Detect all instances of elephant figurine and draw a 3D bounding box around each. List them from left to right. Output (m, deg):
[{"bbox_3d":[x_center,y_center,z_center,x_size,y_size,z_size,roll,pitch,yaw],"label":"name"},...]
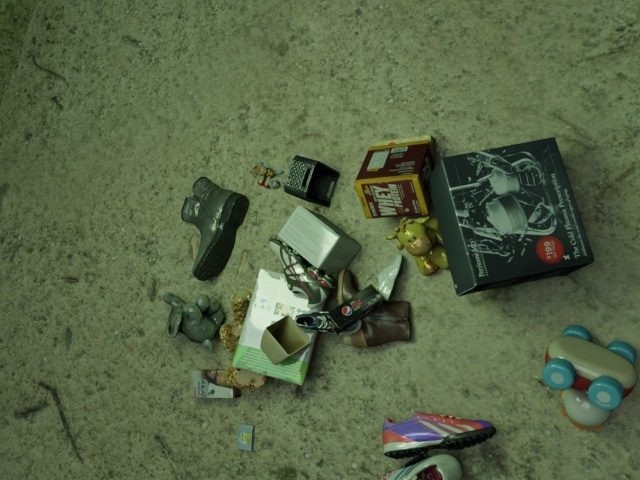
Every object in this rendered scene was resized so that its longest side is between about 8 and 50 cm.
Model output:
[{"bbox_3d":[-0.458,0.278,2.108,0.240,0.186,0.169,-14,120,34],"label":"elephant figurine"}]

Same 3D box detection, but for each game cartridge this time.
[{"bbox_3d":[-0.245,0.646,2.009,0.056,0.017,0.083,-1,82,29],"label":"game cartridge"}]

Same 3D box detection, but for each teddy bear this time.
[{"bbox_3d":[-0.218,0.313,2.001,0.245,0.113,0.337,-15,75,5],"label":"teddy bear"}]

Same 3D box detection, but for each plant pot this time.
[{"bbox_3d":[-0.114,0.305,1.816,0.109,0.109,0.096,47,128,15],"label":"plant pot"}]

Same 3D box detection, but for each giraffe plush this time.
[{"bbox_3d":[0.287,-0.009,1.757,0.210,0.170,0.181,39,100,25],"label":"giraffe plush"}]

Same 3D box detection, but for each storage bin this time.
[{"bbox_3d":[-0.026,-0.185,1.929,0.084,0.180,0.122,19,91,28],"label":"storage bin"}]

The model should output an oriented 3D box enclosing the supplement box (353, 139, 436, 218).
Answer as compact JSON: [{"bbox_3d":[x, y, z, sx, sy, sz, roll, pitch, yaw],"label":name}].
[{"bbox_3d":[0.225,-0.177,1.783,0.191,0.129,0.194,-3,40,26],"label":"supplement box"}]

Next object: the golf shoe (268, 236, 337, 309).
[{"bbox_3d":[-0.079,0.092,1.878,0.273,0.105,0.120,40,99,26],"label":"golf shoe"}]

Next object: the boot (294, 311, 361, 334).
[{"bbox_3d":[0.020,0.245,1.805,0.190,0.086,0.069,-2,86,25],"label":"boot"}]

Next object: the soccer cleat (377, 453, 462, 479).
[{"bbox_3d":[0.234,0.681,1.681,0.331,0.143,0.116,-38,68,23],"label":"soccer cleat"}]

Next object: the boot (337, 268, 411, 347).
[{"bbox_3d":[0.163,0.197,1.855,0.207,0.090,0.248,-9,75,11],"label":"boot"}]

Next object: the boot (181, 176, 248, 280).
[{"bbox_3d":[-0.405,-0.041,2.144,0.223,0.118,0.338,22,81,30],"label":"boot"}]

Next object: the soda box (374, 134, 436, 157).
[{"bbox_3d":[0.258,-0.278,1.873,0.181,0.058,0.061,-3,81,26],"label":"soda box"}]

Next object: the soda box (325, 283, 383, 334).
[{"bbox_3d":[0.098,0.199,1.768,0.169,0.053,0.060,-31,64,-22],"label":"soda box"}]

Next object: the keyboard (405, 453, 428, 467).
[{"bbox_3d":[0.326,0.687,1.723,0.108,0.023,0.180,-41,68,22],"label":"keyboard"}]

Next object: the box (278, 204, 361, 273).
[{"bbox_3d":[0.000,0.000,1.889,0.182,0.181,0.119,39,98,26],"label":"box"}]

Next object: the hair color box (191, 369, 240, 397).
[{"bbox_3d":[-0.352,0.482,2.064,0.167,0.053,0.093,-6,79,24],"label":"hair color box"}]

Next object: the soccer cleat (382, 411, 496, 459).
[{"bbox_3d":[0.322,0.525,1.708,0.318,0.108,0.116,-17,55,19],"label":"soccer cleat"}]

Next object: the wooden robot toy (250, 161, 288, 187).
[{"bbox_3d":[-0.187,-0.221,2.069,0.173,0.079,0.076,24,93,27],"label":"wooden robot toy"}]

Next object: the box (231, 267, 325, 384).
[{"bbox_3d":[-0.122,0.267,1.917,0.232,0.058,0.321,13,77,10],"label":"box"}]

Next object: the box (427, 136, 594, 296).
[{"bbox_3d":[0.483,-0.057,1.598,0.313,0.179,0.343,-12,76,-4],"label":"box"}]

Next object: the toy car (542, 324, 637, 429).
[{"bbox_3d":[0.655,0.378,1.539,0.210,0.219,0.237,21,120,27],"label":"toy car"}]

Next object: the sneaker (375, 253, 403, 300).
[{"bbox_3d":[0.204,0.103,1.827,0.061,0.053,0.152,17,69,21],"label":"sneaker"}]
